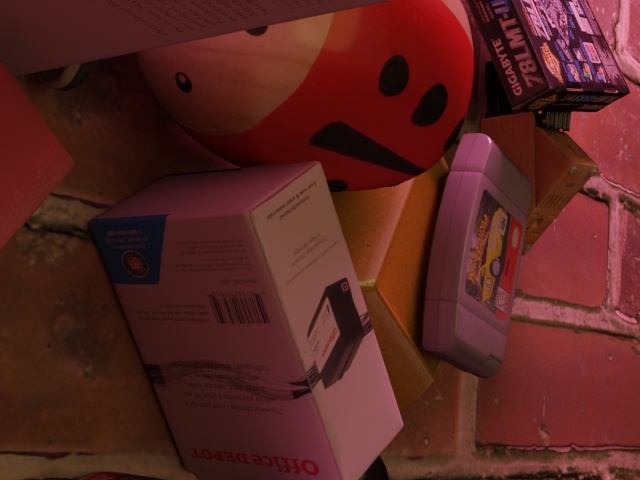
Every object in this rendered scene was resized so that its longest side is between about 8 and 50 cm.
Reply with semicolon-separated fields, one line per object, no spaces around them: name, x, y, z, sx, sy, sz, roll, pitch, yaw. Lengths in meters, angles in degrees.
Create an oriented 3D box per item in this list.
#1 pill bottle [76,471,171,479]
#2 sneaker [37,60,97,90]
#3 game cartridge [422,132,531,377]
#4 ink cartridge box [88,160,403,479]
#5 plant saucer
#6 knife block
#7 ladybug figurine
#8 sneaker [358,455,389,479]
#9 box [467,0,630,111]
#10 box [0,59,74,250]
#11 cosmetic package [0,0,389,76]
pill bottle;-0.117;0.305;1.060;0.161;0.283;0.161;4;85;-52
sneaker;-0.197;-0.226;1.146;0.118;0.083;0.222;39;58;-44
game cartridge;0.207;0.020;1.520;0.196;0.060;0.294;30;68;-53
ink cartridge box;-0.072;0.089;1.176;0.129;0.223;0.307;-39;118;-46
plant saucer;0.111;0.023;1.484;0.333;0.081;0.333;55;49;-47
knife block;0.294;-0.144;1.778;0.088;0.242;0.276;3;131;-50
ladybug figurine;0.010;-0.165;1.209;0.449;0.305;0.162;12;49;-49
sneaker;0.086;0.418;1.426;0.125;0.139;0.341;-13;97;-49
box;0.309;-0.329;1.655;0.293;0.073;0.296;-10;74;-54
box;-0.335;-0.028;0.910;0.232;0.148;0.127;-57;131;-35
cosmetic package;-0.147;-0.287;0.915;0.161;0.453;0.230;27;68;-48
